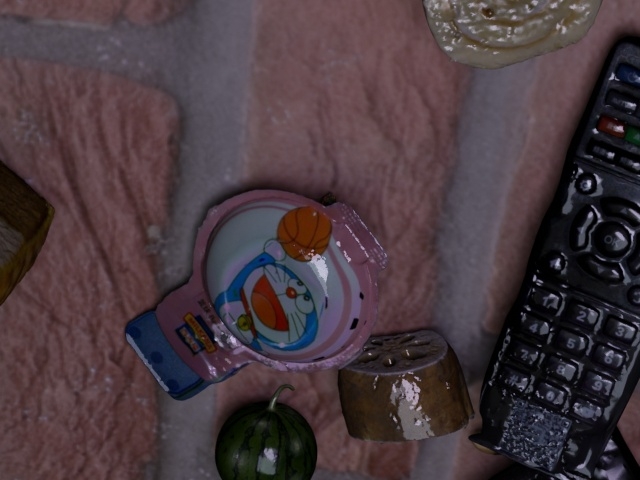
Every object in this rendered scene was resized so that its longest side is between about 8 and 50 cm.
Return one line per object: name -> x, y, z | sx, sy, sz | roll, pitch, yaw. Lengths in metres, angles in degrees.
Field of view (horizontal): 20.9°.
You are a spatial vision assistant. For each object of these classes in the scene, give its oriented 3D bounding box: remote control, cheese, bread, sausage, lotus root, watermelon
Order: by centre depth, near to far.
bread -> 0.155, -0.219, 1.393 | 0.148, 0.141, 0.134 | -32, 110, 19
bread -> -0.328, -0.020, 1.481 | 0.181, 0.222, 0.096 | 43, 108, -8
remote control -> 0.255, 0.023, 1.524 | 0.144, 0.062, 0.399 | 23, 109, 10
cheese -> -0.060, 0.056, 1.581 | 0.286, 0.074, 0.189 | -31, 97, 30
sausage -> 0.000, 0.000, 1.586 | 0.015, 0.015, 0.100 | 11, 117, -3
lotus root -> 0.077, 0.138, 1.599 | 0.122, 0.112, 0.081 | -8, 110, 8
watermelon -> -0.052, 0.198, 1.645 | 0.109, 0.109, 0.109 | 1, 117, 2

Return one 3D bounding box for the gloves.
gloves -> 0.209, 0.237, 1.647 | 0.180, 0.106, 0.129 | -31, 114, 13
